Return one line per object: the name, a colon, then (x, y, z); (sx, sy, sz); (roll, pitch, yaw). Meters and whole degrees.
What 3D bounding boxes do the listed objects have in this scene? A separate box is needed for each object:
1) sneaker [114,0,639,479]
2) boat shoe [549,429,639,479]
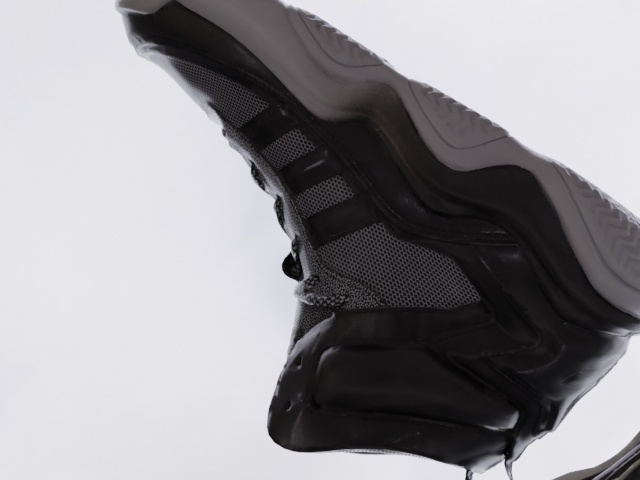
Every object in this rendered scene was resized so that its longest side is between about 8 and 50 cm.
sneaker: (0.000, 0.000, 0.790); (0.268, 0.101, 0.153); (33, -85, 19)
boat shoe: (0.143, 0.108, 0.860); (0.125, 0.046, 0.038); (-26, -147, -9)
